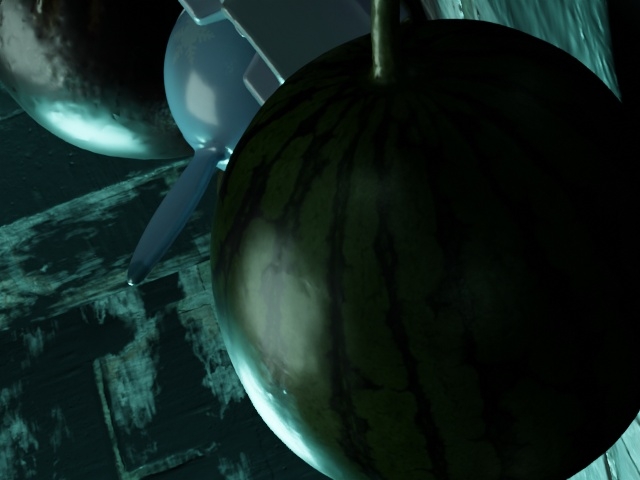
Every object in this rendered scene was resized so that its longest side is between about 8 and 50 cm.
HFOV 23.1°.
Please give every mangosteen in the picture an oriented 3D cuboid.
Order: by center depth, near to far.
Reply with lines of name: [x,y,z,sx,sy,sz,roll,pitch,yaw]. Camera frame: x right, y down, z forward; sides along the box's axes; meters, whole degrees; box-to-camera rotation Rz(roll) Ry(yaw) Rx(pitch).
mangosteen: [-0.145,-0.234,1.332,0.347,0.307,0.307,109,145,-61]

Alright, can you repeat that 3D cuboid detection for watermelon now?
watermelon: [0.033,-0.009,0.461,0.140,0.141,0.187,-112,5,-56]

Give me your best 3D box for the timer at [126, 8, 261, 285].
timer: [-0.034,-0.076,1.116,0.175,0.175,0.255,72,-164,-63]

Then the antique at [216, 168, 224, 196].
antique: [0.000,0.000,1.204,0.121,0.143,0.257,109,157,-43]

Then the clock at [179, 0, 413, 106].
clock: [-0.034,-0.156,0.939,0.253,0.083,0.186,52,177,8]
